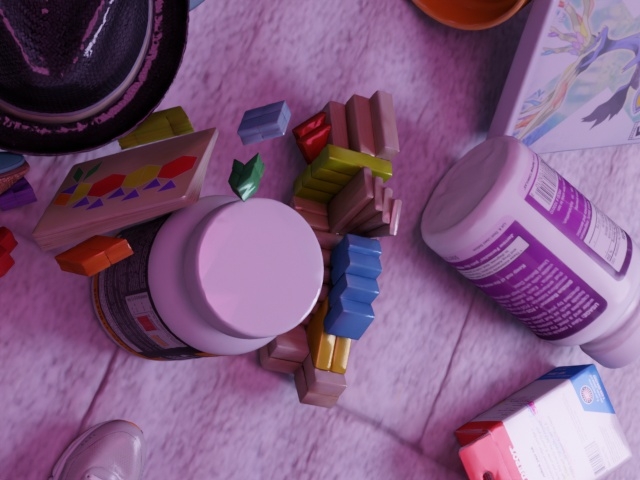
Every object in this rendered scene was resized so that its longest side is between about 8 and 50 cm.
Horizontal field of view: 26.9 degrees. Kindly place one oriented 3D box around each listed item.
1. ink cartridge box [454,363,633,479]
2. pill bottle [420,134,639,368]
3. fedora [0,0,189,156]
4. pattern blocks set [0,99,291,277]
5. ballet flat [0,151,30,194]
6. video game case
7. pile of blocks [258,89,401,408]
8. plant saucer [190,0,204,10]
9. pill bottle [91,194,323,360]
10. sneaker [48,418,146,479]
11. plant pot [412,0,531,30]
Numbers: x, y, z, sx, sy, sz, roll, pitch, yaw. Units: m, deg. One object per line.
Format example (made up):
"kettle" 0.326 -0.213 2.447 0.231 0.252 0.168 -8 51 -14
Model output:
"ink cartridge box" 0.258 0.260 1.637 0.231 0.078 0.134 -26 95 -28
"pill bottle" 0.282 0.023 1.629 0.301 0.169 0.169 39 68 -18
"fedora" -0.276 -0.255 1.331 0.334 0.152 0.334 1 87 -10
"pattern blocks set" -0.191 -0.050 1.313 0.026 0.325 0.285 66 30 -28
"ballet flat" -0.393 -0.041 1.347 0.206 0.073 0.067 -11 115 -26
"video game case" 0.370 -0.259 1.658 0.300 0.036 0.329 -8 129 -34
"pile of blocks" 0.000 0.000 1.493 0.113 0.149 0.362 13 78 -26
"plant saucer" -0.223 -0.397 1.485 0.318 0.044 0.317 4 81 -27
"pill bottle" -0.117 0.040 1.352 0.162 0.278 0.162 3 83 -27
"sneaker" -0.240 0.302 1.343 0.099 0.121 0.262 35 69 -21
"plant pot" 0.216 -0.385 1.642 0.188 0.205 0.205 -37 101 -43
